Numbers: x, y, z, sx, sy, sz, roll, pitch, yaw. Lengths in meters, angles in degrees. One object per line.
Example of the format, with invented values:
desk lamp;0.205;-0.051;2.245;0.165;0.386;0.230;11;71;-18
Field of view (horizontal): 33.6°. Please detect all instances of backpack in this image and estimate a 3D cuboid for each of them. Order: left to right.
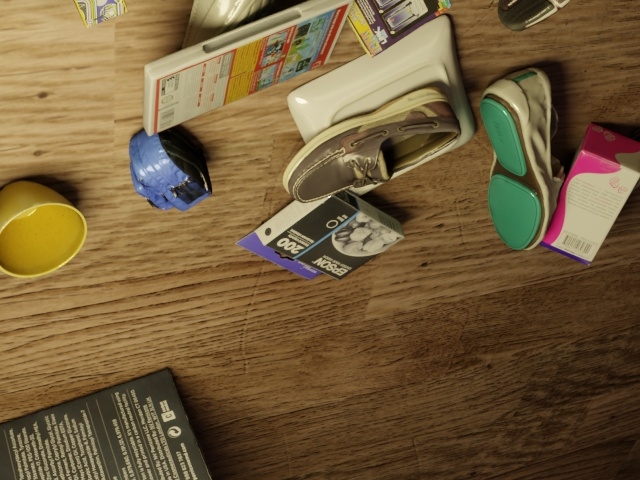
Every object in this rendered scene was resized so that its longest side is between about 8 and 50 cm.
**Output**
backpack;-0.225;-0.104;1.521;0.101;0.098;0.120;-32;142;10

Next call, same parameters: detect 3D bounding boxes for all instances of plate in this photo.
plate;0.111;-0.187;1.673;0.278;0.045;0.277;-26;141;-2

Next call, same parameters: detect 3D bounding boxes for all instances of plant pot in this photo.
plant pot;-0.409;-0.028;1.487;0.134;0.095;0.134;-23;142;-20

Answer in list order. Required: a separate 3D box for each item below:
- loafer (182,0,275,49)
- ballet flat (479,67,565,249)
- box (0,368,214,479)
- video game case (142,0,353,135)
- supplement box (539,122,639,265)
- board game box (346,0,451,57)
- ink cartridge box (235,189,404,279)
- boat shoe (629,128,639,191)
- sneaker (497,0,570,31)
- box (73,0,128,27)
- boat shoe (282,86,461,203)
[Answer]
loafer;-0.109;-0.343;1.338;0.112;0.111;0.319;-39;170;-46
ballet flat;0.363;-0.136;1.826;0.139;0.139;0.400;-25;140;-5
box;-0.430;0.544;1.934;0.471;0.297;0.480;-18;140;-15
video game case;-0.102;-0.235;1.412;0.285;0.025;0.204;-24;171;-16
supplement box;0.489;-0.083;1.922;0.111;0.114;0.220;24;131;6
board game box;0.090;-0.356;1.477;0.141;0.048;0.170;-31;141;6
ink cartridge box;0.000;0.000;1.779;0.208;0.045;0.206;-34;142;26
boat shoe;0.561;-0.130;1.973;0.070;0.078;0.219;3;133;-34
sneaker;0.406;-0.395;1.581;0.281;0.106;0.162;-44;141;16
box;-0.287;-0.342;1.264;0.059;0.054;0.169;-24;140;-7
boat shoe;0.079;-0.131;1.605;0.285;0.092;0.103;-27;141;-1
